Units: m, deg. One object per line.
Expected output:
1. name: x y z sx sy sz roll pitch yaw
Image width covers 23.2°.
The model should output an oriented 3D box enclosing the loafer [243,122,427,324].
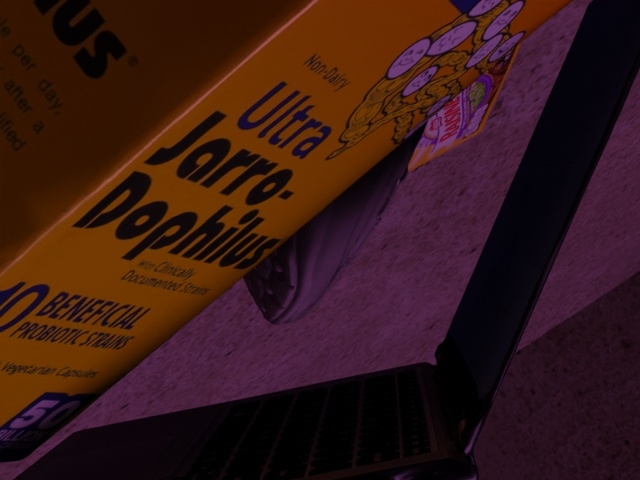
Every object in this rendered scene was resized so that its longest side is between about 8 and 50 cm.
1. loafer: 0.012 -0.040 1.134 0.111 0.112 0.319 -18 156 -25

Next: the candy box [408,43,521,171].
1. candy box: 0.105 -0.124 1.240 0.105 0.027 0.206 -27 161 -19

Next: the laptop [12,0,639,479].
1. laptop: 0.000 0.000 0.870 0.408 0.236 0.382 -11 -179 3

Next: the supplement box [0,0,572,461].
1. supplement box: -0.097 -0.083 0.660 0.356 0.195 0.194 -40 163 11
